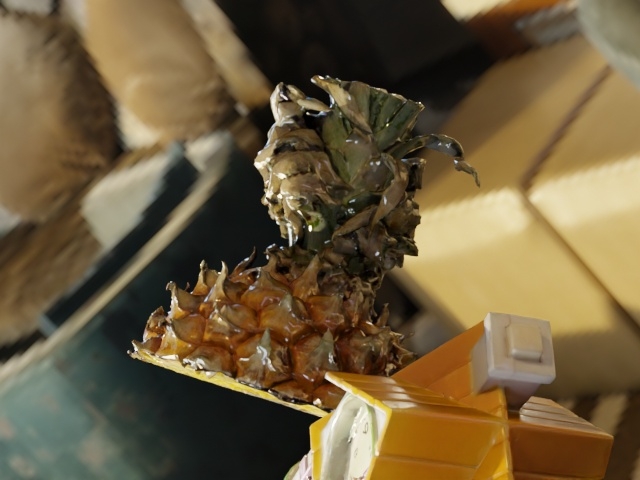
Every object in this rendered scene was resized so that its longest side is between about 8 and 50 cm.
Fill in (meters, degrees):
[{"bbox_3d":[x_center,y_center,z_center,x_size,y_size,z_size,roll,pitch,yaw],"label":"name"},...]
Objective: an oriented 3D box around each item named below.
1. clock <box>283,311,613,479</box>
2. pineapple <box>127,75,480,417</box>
[{"bbox_3d":[0.075,0.188,1.286,0.309,0.166,0.235,119,155,-51],"label":"clock"},{"bbox_3d":[0.000,0.000,1.536,0.262,0.262,0.272,4,75,69],"label":"pineapple"}]
